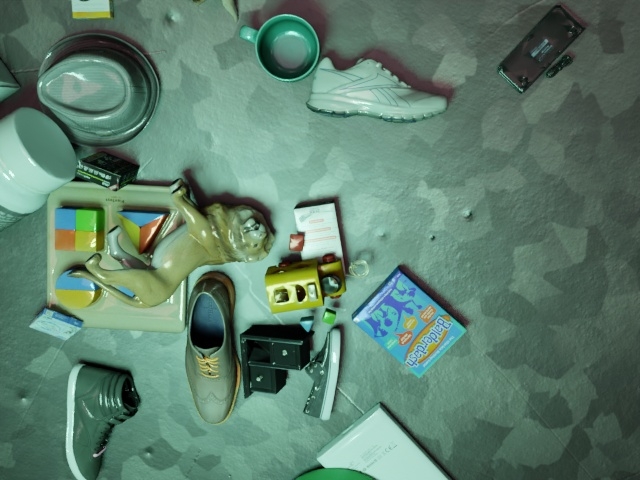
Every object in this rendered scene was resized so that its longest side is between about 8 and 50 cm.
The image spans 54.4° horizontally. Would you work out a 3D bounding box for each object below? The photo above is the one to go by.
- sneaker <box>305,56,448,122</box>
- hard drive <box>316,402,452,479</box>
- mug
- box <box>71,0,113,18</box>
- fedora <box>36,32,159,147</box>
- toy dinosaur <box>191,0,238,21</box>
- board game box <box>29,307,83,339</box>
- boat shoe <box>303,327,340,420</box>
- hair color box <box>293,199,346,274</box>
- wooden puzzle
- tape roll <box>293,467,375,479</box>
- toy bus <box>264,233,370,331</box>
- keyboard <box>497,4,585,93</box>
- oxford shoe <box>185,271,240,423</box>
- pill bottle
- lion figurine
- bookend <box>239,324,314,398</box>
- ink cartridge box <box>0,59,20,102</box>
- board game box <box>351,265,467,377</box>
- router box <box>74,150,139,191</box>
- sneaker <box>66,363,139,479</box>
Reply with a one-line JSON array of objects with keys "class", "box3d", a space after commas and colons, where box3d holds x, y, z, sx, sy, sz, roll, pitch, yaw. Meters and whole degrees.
[{"class": "sneaker", "box3d": [0.121, -0.313, 1.296, 0.297, 0.111, 0.129, 7, 96, 0]}, {"class": "hard drive", "box3d": [0.168, 0.566, 1.502, 0.203, 0.040, 0.307, -41, 97, 9]}, {"class": "mug", "box3d": [-0.073, -0.404, 1.286, 0.129, 0.097, 0.157, -36, 97, 9]}, {"class": "box", "box3d": [-0.482, -0.538, 1.310, 0.081, 0.028, 0.136, 0, 99, 2]}, {"class": "fedora", "box3d": [-0.486, -0.314, 1.305, 0.275, 0.124, 0.243, 6, 101, 1]}, {"class": "toy dinosaur", "box3d": [-0.230, -0.595, 1.245, 0.200, 0.127, 0.295, -40, 103, 2]}, {"class": "board game box", "box3d": [-0.605, 0.192, 1.426, 0.090, 0.020, 0.090, 30, 137, -30]}, {"class": "boat shoe", "box3d": [0.000, 0.308, 1.442, 0.076, 0.080, 0.228, 8, 109, -1]}, {"class": "hair color box", "box3d": [0.000, 0.000, 1.387, 0.093, 0.053, 0.167, -8, 103, 5]}, {"class": "wooden puzzle", "box3d": [-0.464, 0.046, 1.400, 0.322, 0.080, 0.347, 3, 102, 1]}, {"class": "tape roll", "box3d": [0.041, 0.703, 1.492, 0.321, 0.077, 0.321, 3, 108, 9]}, {"class": "toy bus", "box3d": [-0.021, 0.096, 1.329, 0.191, 0.104, 0.202, 34, 103, -6]}, {"class": "keyboard", "box3d": [0.471, -0.391, 1.308, 0.108, 0.023, 0.180, 43, 101, 0]}, {"class": "oxford shoe", "box3d": [-0.257, 0.262, 1.409, 0.130, 0.133, 0.363, -2, 102, 2]}, {"class": "pill bottle", "box3d": [-0.705, -0.115, 1.296, 0.361, 0.204, 0.204, -26, 99, 13]}, {"class": "lion figurine", "box3d": [-0.302, 0.031, 1.317, 0.392, 0.142, 0.240, -37, 114, -9]}, {"class": "bookend", "box3d": [-0.095, 0.282, 1.415, 0.156, 0.072, 0.157, 3, 103, 21]}, {"class": "ink cartridge box", "box3d": [-0.841, -0.332, 1.312, 0.307, 0.129, 0.223, -33, 98, 8]}, {"class": "board game box", "box3d": [0.201, 0.187, 1.421, 0.210, 0.047, 0.160, 40, 100, -7]}, {"class": "router box", "box3d": [-0.456, -0.150, 1.338, 0.092, 0.122, 0.038, 23, 107, -2]}, {"class": "sneaker", "box3d": [-0.507, 0.439, 1.467, 0.147, 0.104, 0.295, 2, 97, 7]}]
